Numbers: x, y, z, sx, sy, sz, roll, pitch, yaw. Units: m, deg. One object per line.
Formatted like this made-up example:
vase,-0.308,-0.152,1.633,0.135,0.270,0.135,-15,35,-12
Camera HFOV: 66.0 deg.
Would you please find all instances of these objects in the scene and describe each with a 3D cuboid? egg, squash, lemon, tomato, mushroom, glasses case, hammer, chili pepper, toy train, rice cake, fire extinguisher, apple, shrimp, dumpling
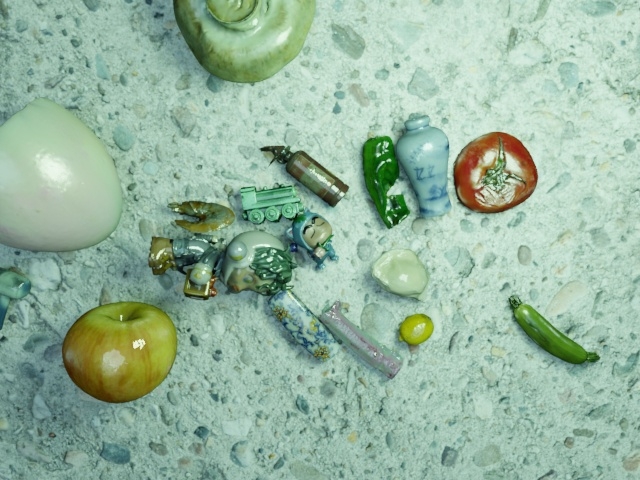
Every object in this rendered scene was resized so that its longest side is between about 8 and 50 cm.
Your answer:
egg,-0.660,-0.120,1.217,0.354,0.354,0.340,-42,115,7
squash,0.652,0.274,1.398,0.318,0.071,0.080,35,97,-5
lemon,0.269,0.253,1.394,0.111,0.082,0.082,-35,98,6
tomato,0.471,-0.172,1.311,0.228,0.101,0.227,1,101,3
mushroom,-0.183,-0.556,1.168,0.352,0.260,0.352,1,99,6
glasses case,-0.048,0.241,1.402,0.087,0.065,0.248,-41,98,9
hammer,-0.904,0.176,1.402,0.116,0.069,0.193,23,104,-5
chili pepper,0.172,-0.157,1.326,0.099,0.083,0.253,-18,103,-6
toy train,-0.133,-0.101,1.344,0.171,0.071,0.111,-9,93,2
rice cake,0.122,0.287,1.416,0.290,0.051,0.081,43,98,-7
fire extinguisher,-0.044,-0.185,1.308,0.252,0.106,0.075,38,118,-6
apple,-0.528,0.295,1.319,0.286,0.286,0.233,5,107,0
shrimp,-0.325,-0.068,1.322,0.188,0.132,0.051,9,118,12
dumpling,0.230,0.091,1.356,0.199,0.118,0.136,33,68,-26

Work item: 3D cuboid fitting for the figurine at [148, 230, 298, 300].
figurine,-0.247,0.063,1.295,0.382,0.261,0.186,2,78,-9

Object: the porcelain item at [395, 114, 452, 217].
porcelain item,0.277,-0.194,1.292,0.141,0.141,0.259,-15,108,3

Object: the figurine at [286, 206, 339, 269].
figurine,-0.001,0.004,1.324,0.114,0.144,0.178,-41,126,-14
